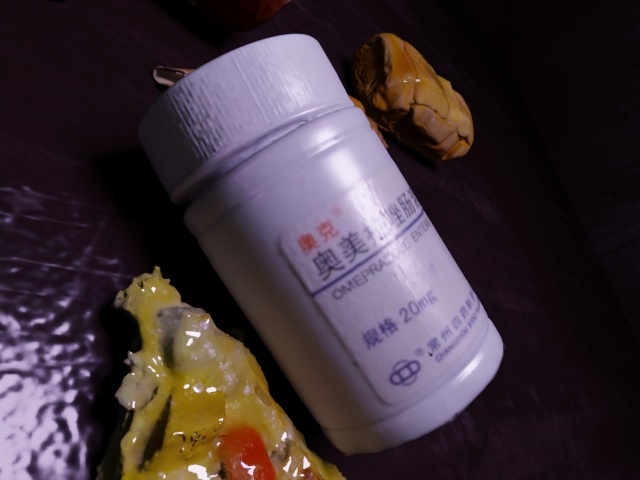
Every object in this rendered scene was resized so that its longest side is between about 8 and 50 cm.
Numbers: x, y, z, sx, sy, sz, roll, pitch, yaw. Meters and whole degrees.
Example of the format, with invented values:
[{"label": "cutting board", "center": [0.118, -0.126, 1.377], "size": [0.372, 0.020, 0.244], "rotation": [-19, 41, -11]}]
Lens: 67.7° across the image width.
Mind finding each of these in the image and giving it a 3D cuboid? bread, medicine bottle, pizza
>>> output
[{"label": "bread", "center": [0.188, -0.268, 0.941], "size": [0.295, 0.132, 0.166], "rotation": [19, 44, -42]}, {"label": "medicine bottle", "center": [0.000, 0.000, 0.442], "size": [0.332, 0.190, 0.190], "rotation": [57, 34, -4]}, {"label": "pizza", "center": [-0.080, 0.149, 0.331], "size": [0.280, 0.075, 0.287], "rotation": [-12, 76, -56]}]

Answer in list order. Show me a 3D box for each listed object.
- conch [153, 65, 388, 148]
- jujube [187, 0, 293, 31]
[{"label": "conch", "center": [-0.044, -0.150, 0.604], "size": [0.331, 0.093, 0.109], "rotation": [5, 78, -28]}, {"label": "jujube", "center": [-0.143, -0.404, 0.537], "size": [0.318, 0.223, 0.223], "rotation": [51, 34, -33]}]
